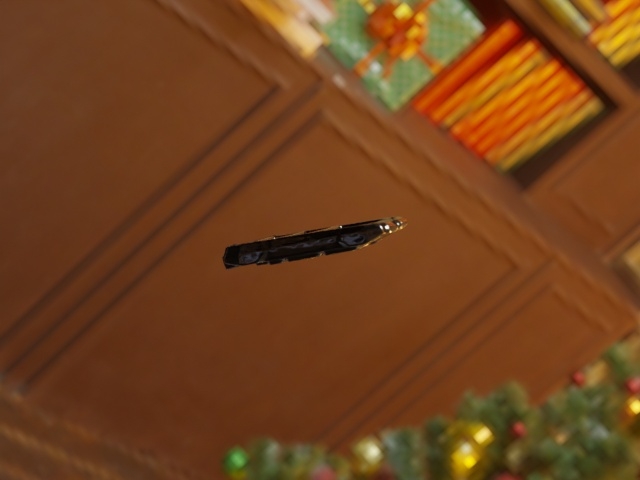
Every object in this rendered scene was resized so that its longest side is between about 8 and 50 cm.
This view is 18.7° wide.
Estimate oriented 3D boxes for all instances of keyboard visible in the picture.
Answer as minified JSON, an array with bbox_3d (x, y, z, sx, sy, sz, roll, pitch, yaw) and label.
[{"bbox_3d":[0.000,0.001,1.267,0.262,0.106,0.016,-16,98,-84],"label":"keyboard"}]
